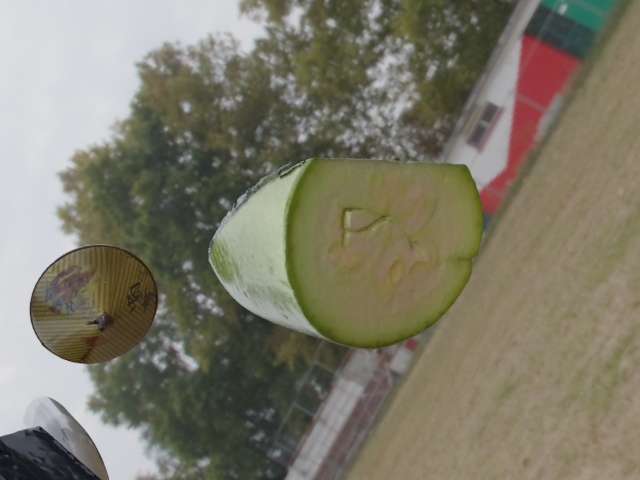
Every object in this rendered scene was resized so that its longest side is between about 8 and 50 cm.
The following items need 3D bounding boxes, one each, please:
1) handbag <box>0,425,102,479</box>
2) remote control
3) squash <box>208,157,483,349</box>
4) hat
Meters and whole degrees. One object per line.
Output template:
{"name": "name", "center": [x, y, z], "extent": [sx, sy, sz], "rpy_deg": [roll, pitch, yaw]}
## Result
{"name": "handbag", "center": [-0.246, 0.270, 0.666], "extent": [0.122, 0.329, 0.303], "rpy_deg": [-59, -23, 9]}
{"name": "remote control", "center": [-0.404, 0.365, 1.414], "extent": [0.103, 0.221, 0.332], "rpy_deg": [-20, 12, -26]}
{"name": "squash", "center": [0.000, 0.000, 1.020], "extent": [0.309, 0.233, 0.210], "rpy_deg": [-161, 71, -63]}
{"name": "hat", "center": [-0.324, 0.107, 1.308], "extent": [0.193, 0.193, 0.082], "rpy_deg": [-61, 29, 2]}
